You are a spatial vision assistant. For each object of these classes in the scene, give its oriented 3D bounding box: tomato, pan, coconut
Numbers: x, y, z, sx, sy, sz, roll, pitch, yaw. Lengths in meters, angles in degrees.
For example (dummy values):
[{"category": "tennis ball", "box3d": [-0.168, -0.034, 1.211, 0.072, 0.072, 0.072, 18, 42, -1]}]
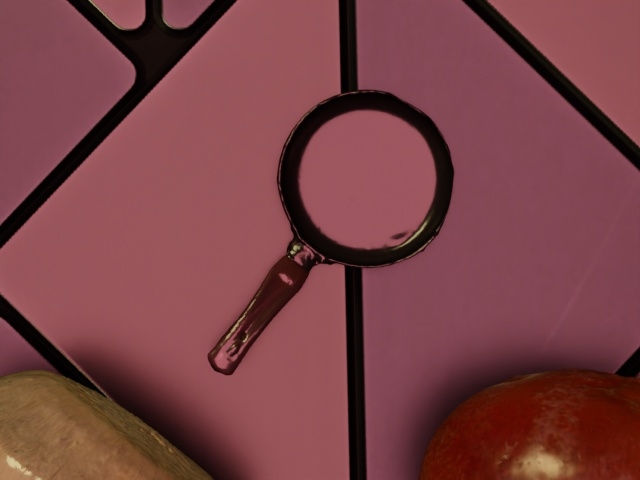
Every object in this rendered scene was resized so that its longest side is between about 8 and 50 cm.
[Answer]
[{"category": "tomato", "box3d": [0.171, 0.182, 1.185, 0.232, 0.188, 0.232, 10, 116, 21]}, {"category": "pan", "box3d": [-0.001, 0.001, 1.253, 0.115, 0.040, 0.212, 38, 83, -1]}, {"category": "coconut", "box3d": [-0.173, 0.222, 1.162, 0.237, 0.237, 0.266, 37, 83, -1]}]
